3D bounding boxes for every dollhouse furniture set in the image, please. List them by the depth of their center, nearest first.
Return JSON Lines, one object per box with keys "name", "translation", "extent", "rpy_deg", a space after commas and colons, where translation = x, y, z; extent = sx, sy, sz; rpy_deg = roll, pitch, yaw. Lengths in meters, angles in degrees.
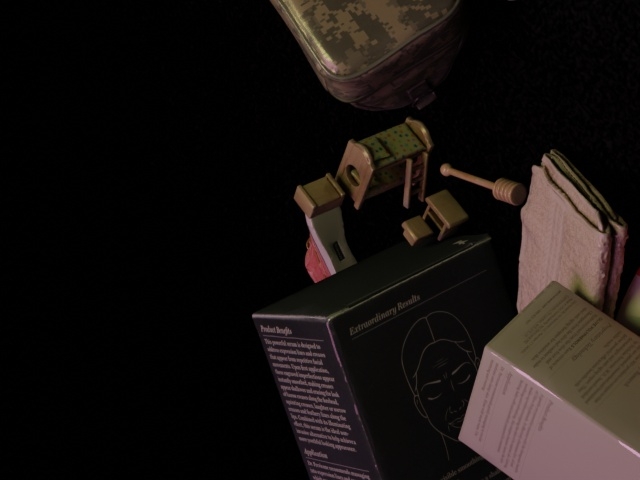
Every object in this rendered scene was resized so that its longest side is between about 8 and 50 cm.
{"name": "dollhouse furniture set", "translation": [0.090, -0.062, 1.941], "extent": [0.161, 0.182, 0.101], "rpy_deg": [52, 148, 23]}

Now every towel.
{"name": "towel", "translation": [0.305, 0.045, 1.757], "extent": [0.187, 0.049, 0.282], "rpy_deg": [-121, 24, -51]}

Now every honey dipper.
{"name": "honey dipper", "translation": [0.213, -0.079, 1.890], "extent": [0.161, 0.030, 0.030], "rpy_deg": [26, 132, 55]}

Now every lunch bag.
{"name": "lunch bag", "translation": [0.043, -0.322, 1.797], "extent": [0.305, 0.212, 0.256], "rpy_deg": [57, 180, 14]}

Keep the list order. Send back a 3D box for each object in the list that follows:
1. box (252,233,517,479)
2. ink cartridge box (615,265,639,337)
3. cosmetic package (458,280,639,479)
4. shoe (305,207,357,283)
{"name": "box", "translation": [0.130, 0.227, 1.978], "extent": [0.212, 0.293, 0.395], "rpy_deg": [-2, 109, 59]}
{"name": "ink cartridge box", "translation": [0.425, 0.093, 1.644], "extent": [0.181, 0.056, 0.224], "rpy_deg": [31, 138, 45]}
{"name": "cosmetic package", "translation": [0.355, 0.241, 1.632], "extent": [0.365, 0.155, 0.197], "rpy_deg": [35, 142, 21]}
{"name": "shoe", "translation": [0.000, 0.000, 2.255], "extent": [0.081, 0.063, 0.178], "rpy_deg": [-3, 113, 54]}
